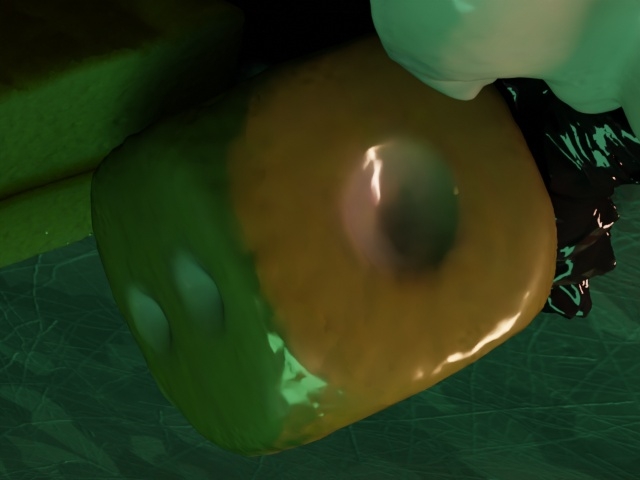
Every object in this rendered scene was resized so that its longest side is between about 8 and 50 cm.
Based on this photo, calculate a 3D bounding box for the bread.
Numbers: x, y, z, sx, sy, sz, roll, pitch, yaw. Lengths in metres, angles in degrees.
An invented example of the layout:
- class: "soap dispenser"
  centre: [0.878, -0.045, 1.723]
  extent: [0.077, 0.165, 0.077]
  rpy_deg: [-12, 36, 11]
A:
- class: "bread"
  centre: [-0.256, -0.036, 1.178]
  extent: [0.245, 0.362, 0.233]
  rpy_deg: [30, 151, 11]

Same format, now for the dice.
- class: "dice"
  centre: [0.000, 0.000, 1.141]
  extent: [0.227, 0.238, 0.233]
  rpy_deg: [65, 153, 0]

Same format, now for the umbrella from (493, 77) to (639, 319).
- class: "umbrella"
  centre: [0.171, -0.049, 1.169]
  extent: [0.122, 0.110, 0.272]
  rpy_deg: [52, 159, 24]

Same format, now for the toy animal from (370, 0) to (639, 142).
- class: "toy animal"
  centre: [0.210, -0.136, 0.849]
  extent: [0.367, 0.196, 0.241]
  rpy_deg: [18, -179, 2]
